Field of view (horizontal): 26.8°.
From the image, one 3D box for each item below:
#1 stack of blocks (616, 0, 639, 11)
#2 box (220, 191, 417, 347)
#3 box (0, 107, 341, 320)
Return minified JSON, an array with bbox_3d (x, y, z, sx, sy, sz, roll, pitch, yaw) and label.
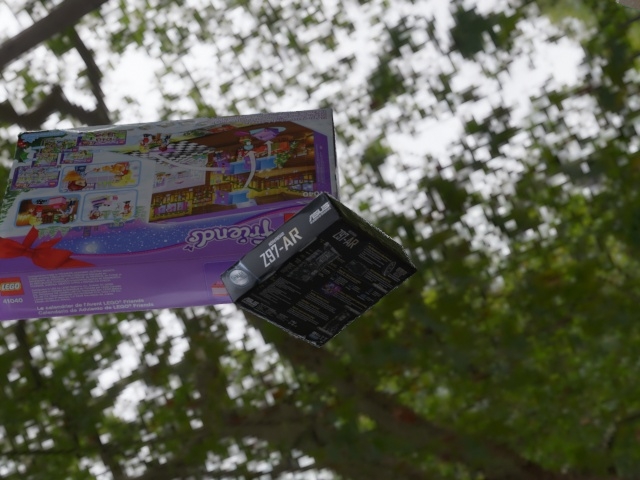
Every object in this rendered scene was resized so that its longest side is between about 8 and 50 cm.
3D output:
[{"bbox_3d":[0.368,-0.339,1.156,0.087,0.297,0.171,27,-151,21],"label":"stack of blocks"},{"bbox_3d":[0.001,0.016,0.655,0.083,0.067,0.018,32,-157,-54],"label":"box"},{"bbox_3d":[-0.128,-0.027,1.170,0.201,0.293,0.057,-92,-2,-50],"label":"box"}]
